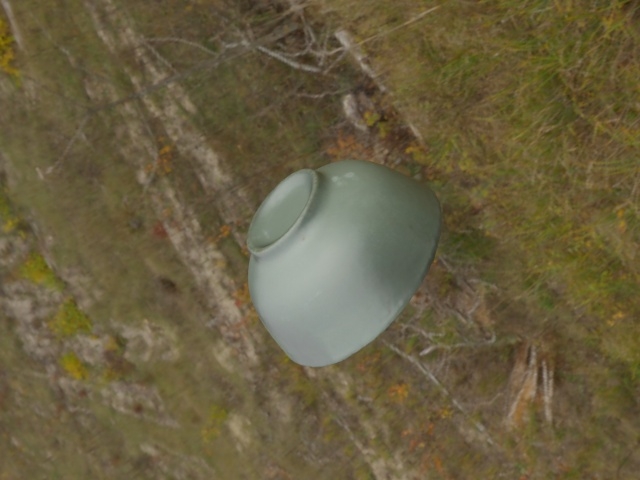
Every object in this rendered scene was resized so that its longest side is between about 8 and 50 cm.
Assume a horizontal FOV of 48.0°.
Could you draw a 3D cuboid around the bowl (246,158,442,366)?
[{"bbox_3d":[0.000,0.000,0.915,0.146,0.289,0.289,39,156,-25],"label":"bowl"}]
